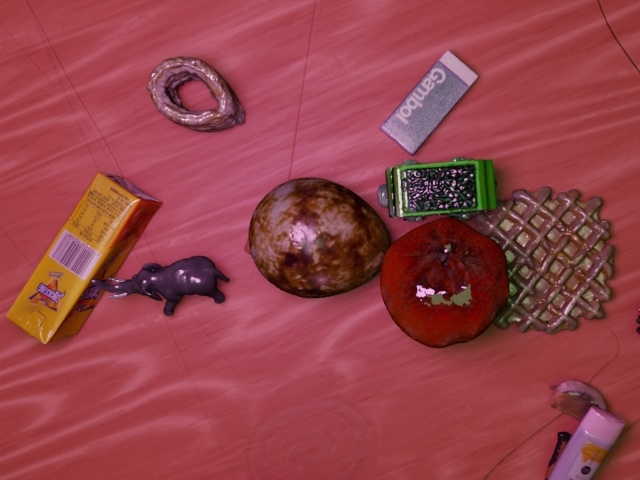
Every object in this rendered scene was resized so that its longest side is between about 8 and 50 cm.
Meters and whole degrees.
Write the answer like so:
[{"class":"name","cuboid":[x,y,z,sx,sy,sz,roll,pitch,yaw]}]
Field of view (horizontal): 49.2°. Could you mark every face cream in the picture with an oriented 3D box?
[{"class":"face cream","cuboid":[0.538,0.435,1.421,0.084,0.057,0.198,21,106,-11]}]

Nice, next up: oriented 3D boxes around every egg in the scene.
[{"class":"egg","cuboid":[0.000,0.000,1.387,0.289,0.238,0.238,17,93,-12]}]

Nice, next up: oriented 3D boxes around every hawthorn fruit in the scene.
[{"class":"hawthorn fruit","cuboid":[0.246,0.107,1.366,0.254,0.300,0.254,-7,52,10]}]

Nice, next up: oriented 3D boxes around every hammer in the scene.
[{"class":"hammer","cuboid":[0.492,0.503,1.485,0.078,0.021,0.201,19,94,2]}]

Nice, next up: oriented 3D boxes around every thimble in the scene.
[{"class":"thimble","cuboid":[-0.250,-0.291,1.434,0.190,0.143,0.137,30,93,1]}]

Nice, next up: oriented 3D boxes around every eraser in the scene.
[{"class":"eraser","cuboid":[0.225,-0.285,1.459,0.092,0.046,0.212,41,93,1]}]

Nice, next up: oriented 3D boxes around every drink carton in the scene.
[{"class":"drink carton","cuboid":[-0.484,0.036,1.451,0.111,0.154,0.351,33,93,4]}]

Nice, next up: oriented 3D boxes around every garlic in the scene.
[{"class":"garlic","cuboid":[0.552,0.339,1.461,0.152,0.066,0.084,28,121,3]}]

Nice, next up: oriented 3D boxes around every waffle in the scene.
[{"class":"waffle","cuboid":[0.462,0.043,1.454,0.291,0.056,0.309,-3,93,2]}]

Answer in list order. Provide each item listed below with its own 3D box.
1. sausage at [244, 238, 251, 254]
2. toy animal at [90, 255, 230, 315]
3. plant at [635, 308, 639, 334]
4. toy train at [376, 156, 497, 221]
[{"class":"sausage","cuboid":[-0.124,0.027,1.493,0.083,0.034,0.034,31,93,0]},{"class":"toy animal","cuboid":[-0.322,0.095,1.446,0.269,0.137,0.082,-7,60,-6]},{"class":"plant","cuboid":[0.716,0.172,1.430,0.143,0.092,0.095,14,100,-6]},{"class":"toy train","cuboid":[0.236,-0.103,1.395,0.243,0.188,0.133,-5,93,2]}]
